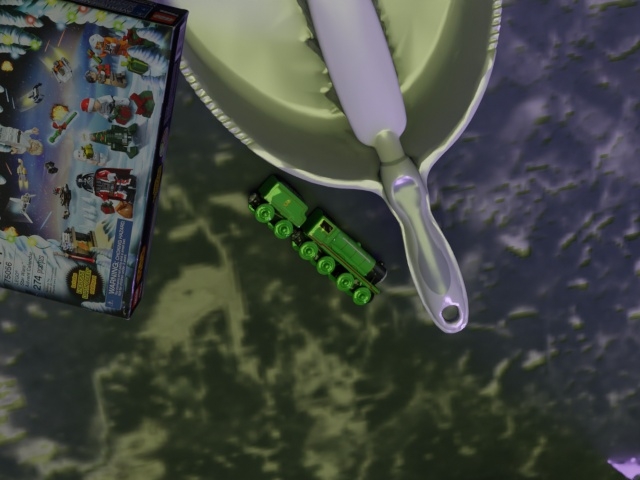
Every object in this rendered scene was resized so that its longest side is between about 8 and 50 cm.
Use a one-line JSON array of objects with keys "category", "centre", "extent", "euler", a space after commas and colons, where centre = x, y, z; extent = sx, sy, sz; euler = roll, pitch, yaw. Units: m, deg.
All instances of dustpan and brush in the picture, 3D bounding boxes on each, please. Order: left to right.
[{"category": "dustpan and brush", "centre": [0.024, -0.055, 0.610], "extent": [0.147, 0.060, 0.211], "euler": [-21, 120, 1]}]

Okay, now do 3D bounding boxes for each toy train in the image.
[{"category": "toy train", "centre": [0.000, 0.000, 0.661], "extent": [0.083, 0.017, 0.024], "euler": [40, 94, -27]}]

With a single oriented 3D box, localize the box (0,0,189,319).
[{"category": "box", "centre": [-0.113, -0.040, 0.594], "extent": [0.093, 0.027, 0.137], "euler": [14, 116, 4]}]
